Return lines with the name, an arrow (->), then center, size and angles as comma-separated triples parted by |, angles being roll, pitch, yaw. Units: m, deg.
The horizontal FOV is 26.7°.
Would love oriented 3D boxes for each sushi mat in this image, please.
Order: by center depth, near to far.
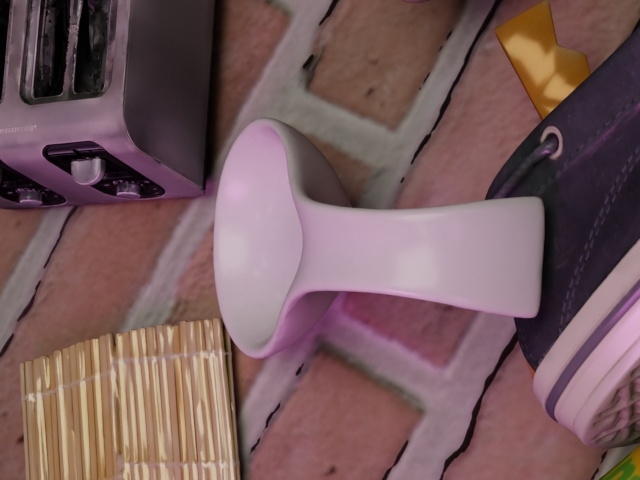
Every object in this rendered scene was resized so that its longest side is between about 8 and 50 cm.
sushi mat -> -0.110, 0.210, 0.806 | 0.151, 0.019, 0.317 | -13, 73, 24

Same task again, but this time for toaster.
toaster -> -0.155, -0.116, 0.850 | 0.168, 0.110, 0.186 | -2, 77, 24

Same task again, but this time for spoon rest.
spoon rest -> 0.000, 0.000, 0.708 | 0.276, 0.084, 0.137 | 2, 90, 60

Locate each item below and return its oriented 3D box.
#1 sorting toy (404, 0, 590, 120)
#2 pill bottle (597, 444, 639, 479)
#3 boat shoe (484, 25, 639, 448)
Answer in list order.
sorting toy -> 0.115, -0.228, 0.715 | 0.229, 0.041, 0.307 | -29, 78, 9
pill bottle -> 0.152, 0.181, 0.621 | 0.245, 0.136, 0.136 | -43, 64, 11
boat shoe -> 0.232, -0.114, 0.569 | 0.500, 0.186, 0.156 | -55, 49, 34
